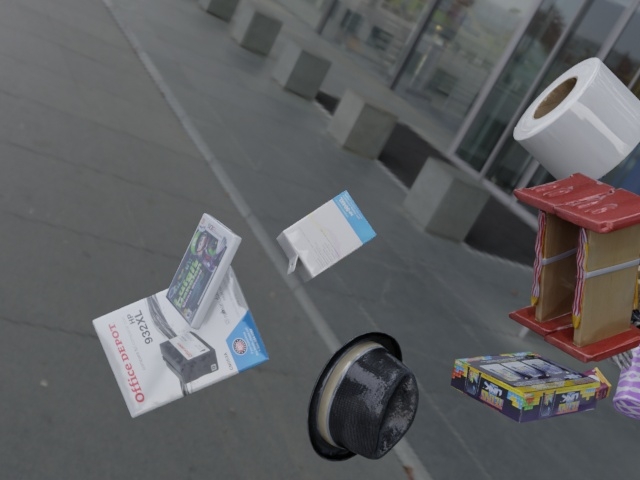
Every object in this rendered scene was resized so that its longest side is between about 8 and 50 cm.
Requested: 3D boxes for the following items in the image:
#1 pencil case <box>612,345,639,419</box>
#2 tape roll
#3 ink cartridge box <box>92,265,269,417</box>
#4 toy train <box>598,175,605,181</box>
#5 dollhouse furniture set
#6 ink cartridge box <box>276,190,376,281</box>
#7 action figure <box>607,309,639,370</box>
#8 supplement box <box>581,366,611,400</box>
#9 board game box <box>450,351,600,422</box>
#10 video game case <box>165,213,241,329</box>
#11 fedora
[{"bbox_3d":[0.625,0.241,1.537,0.088,0.206,0.086,23,-24,11],"label":"pencil case"},{"bbox_3d":[0.572,-0.257,1.771,0.169,0.246,0.246,42,16,-11],"label":"tape roll"},{"bbox_3d":[-0.291,0.209,1.705,0.129,0.308,0.223,146,-78,-84],"label":"ink cartridge box"},{"bbox_3d":[0.603,-0.128,1.886,0.036,0.158,0.027,25,47,-33],"label":"toy train"},{"bbox_3d":[0.454,0.009,1.101,0.374,0.201,0.152,-13,26,-24],"label":"dollhouse furniture set"},{"bbox_3d":[0.000,0.000,1.302,0.090,0.143,0.092,57,-13,2],"label":"ink cartridge box"},{"bbox_3d":[0.557,0.149,1.401,0.276,0.164,0.140,19,47,-46],"label":"action figure"},{"bbox_3d":[0.557,0.310,1.686,0.083,0.043,0.055,-19,47,-12],"label":"supplement box"},{"bbox_3d":[0.305,0.215,1.201,0.170,0.048,0.141,1,14,-34],"label":"board game box"},{"bbox_3d":[-0.229,0.055,1.546,0.022,0.190,0.173,23,4,-31],"label":"video game case"},{"bbox_3d":[0.123,0.386,1.882,0.334,0.333,0.153,10,8,-44],"label":"fedora"}]
